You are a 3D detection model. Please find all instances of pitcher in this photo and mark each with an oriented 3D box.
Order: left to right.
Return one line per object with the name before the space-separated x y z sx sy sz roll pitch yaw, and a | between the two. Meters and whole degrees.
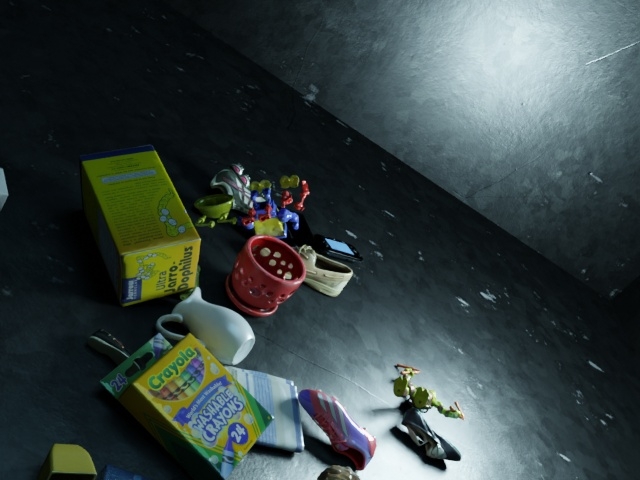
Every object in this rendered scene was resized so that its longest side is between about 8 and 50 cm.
pitcher | -0.282 0.224 1.669 0.207 0.125 0.178 34 40 18

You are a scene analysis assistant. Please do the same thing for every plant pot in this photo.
plant pot | -0.457 0.410 1.214 0.082 0.081 0.083 17 24 -34
plant pot | -0.352 0.113 1.795 0.083 0.083 0.079 11 49 -40
plant pot | -0.164 0.106 1.909 0.191 0.174 0.191 29 28 -17

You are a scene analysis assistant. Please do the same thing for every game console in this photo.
game console | 0.000 0.000 2.386 0.361 0.044 0.213 17 35 -41

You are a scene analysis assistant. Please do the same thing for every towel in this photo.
towel | -0.361 0.468 1.286 0.120 0.029 0.067 28 28 -17
towel | -0.172 0.393 1.618 0.285 0.034 0.209 20 34 -26

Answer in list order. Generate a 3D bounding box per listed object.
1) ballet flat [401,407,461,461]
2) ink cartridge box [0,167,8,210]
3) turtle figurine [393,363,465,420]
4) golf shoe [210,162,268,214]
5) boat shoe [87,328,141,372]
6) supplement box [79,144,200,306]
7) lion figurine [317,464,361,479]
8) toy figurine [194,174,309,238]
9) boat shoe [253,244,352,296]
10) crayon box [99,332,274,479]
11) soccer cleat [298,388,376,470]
ballet flat | 0.302 0.557 1.892 0.203 0.074 0.074 46 28 2
ink cartridge box | -0.766 -0.091 1.550 0.056 0.135 0.099 11 38 -42
turtle figurine | 0.287 0.448 1.995 0.269 0.087 0.217 40 5 32
golf shoe | -0.251 -0.125 2.273 0.120 0.105 0.273 -39 85 -30
boat shoe | -0.448 0.243 1.504 0.133 0.049 0.042 34 35 2
supplement box | -0.461 -0.045 1.715 0.195 0.194 0.356 -14 53 -27
lion figurine | 0.002 0.617 1.371 0.240 0.142 0.392 41 31 23
toy figurine | -0.198 -0.045 2.148 0.363 0.217 0.191 -11 41 3
boat shoe | -0.058 0.063 2.167 0.341 0.110 0.121 24 30 -24
crayon box | -0.278 0.343 1.452 0.323 0.083 0.203 44 37 1
soccer cleat | 0.038 0.465 1.686 0.248 0.083 0.095 43 42 -11
